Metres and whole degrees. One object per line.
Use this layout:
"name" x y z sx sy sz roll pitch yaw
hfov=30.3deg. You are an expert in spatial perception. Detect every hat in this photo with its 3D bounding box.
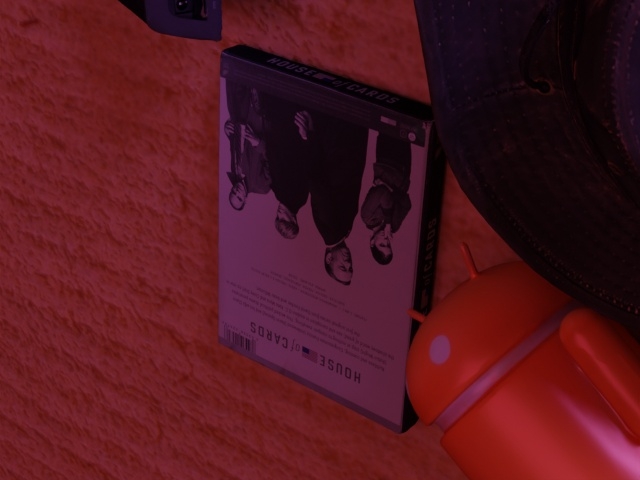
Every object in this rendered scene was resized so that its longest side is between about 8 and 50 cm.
"hat" 0.185 -0.058 0.447 0.331 0.134 0.331 4 124 5

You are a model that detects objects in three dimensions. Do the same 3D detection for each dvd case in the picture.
"dvd case" 0.000 0.000 0.825 0.179 0.029 0.239 23 125 33

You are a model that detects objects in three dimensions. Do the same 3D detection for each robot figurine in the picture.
"robot figurine" 0.137 0.103 0.681 0.128 0.158 0.219 -43 78 10

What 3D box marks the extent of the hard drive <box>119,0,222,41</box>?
"hard drive" -0.118 -0.264 0.740 0.172 0.054 0.255 -136 37 -53
